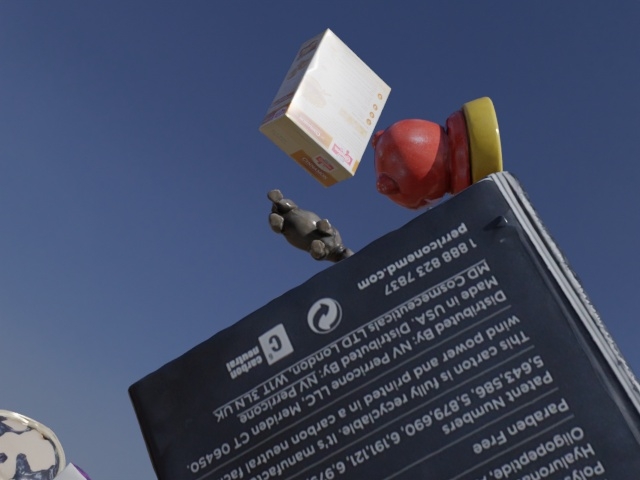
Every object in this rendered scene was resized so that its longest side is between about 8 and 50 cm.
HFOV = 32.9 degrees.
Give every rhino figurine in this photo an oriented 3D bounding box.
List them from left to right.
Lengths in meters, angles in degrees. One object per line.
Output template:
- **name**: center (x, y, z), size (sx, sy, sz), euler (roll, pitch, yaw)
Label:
- **rhino figurine**: center (0.000, 0.000, 1.990), size (0.243, 0.073, 0.106), euler (34, -7, 8)

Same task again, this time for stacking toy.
- **stacking toy**: center (0.131, 0.033, 1.125), size (0.130, 0.309, 0.280), euler (-5, -53, 2)

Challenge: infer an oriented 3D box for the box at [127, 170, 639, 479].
- **box**: center (0.160, 0.294, 0.753), size (0.297, 0.472, 0.480), euler (-31, -32, 7)

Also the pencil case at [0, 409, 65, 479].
- **pencil case**: center (-0.533, 0.411, 1.582), size (0.160, 0.183, 0.410), euler (38, -62, -9)

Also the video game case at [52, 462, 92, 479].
- **video game case**: center (-0.219, 0.339, 0.894), size (0.210, 0.232, 0.042), euler (41, -14, 19)

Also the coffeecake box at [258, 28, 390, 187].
- **coffeecake box**: center (0.010, -0.197, 1.618), size (0.142, 0.186, 0.068), euler (41, -37, -24)
